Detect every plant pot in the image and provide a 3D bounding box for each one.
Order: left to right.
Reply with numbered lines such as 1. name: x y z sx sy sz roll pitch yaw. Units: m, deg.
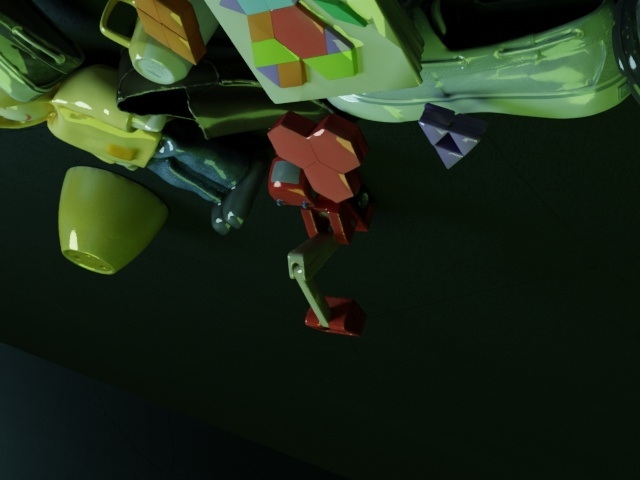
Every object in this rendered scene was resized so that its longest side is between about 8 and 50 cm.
1. plant pot: -0.264 -0.015 1.184 0.134 0.095 0.134 17 159 7

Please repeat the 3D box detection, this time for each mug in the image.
1. mug: -0.124 -0.157 0.753 0.078 0.064 0.062 9 158 26

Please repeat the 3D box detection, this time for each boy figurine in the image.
1. boy figurine: -0.190 -0.103 0.909 0.285 0.092 0.177 24 166 -20

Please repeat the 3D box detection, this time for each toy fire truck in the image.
1. toy fire truck: 0.000 0.000 0.938 0.047 0.135 0.192 6 156 31

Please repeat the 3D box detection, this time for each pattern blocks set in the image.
1. pattern blocks set: -0.027 -0.158 0.598 0.325 0.026 0.285 46 149 -18

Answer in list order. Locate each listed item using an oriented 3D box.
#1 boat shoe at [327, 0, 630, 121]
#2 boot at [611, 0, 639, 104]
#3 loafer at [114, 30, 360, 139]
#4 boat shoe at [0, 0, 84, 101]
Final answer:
1. boat shoe: 0.092 -0.131 0.639 0.227 0.079 0.081 5 136 35
2. boot: 0.335 -0.102 0.462 0.338 0.118 0.223 13 158 -15
3. loafer: -0.071 -0.112 0.799 0.220 0.078 0.080 12 158 19
4. boat shoe: -0.280 -0.207 0.768 0.070 0.078 0.219 -29 128 20
